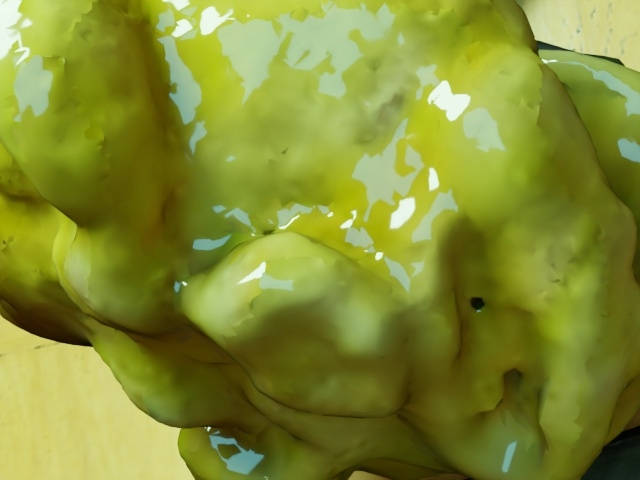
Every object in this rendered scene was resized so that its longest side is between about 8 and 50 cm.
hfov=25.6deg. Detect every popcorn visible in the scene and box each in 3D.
[{"bbox_3d":[0.000,0.000,0.557,0.316,0.297,0.280,13,81,-2],"label":"popcorn"}]

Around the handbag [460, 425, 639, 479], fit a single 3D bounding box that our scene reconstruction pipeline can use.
[{"bbox_3d":[0.106,0.177,0.579,0.332,0.075,0.191,-14,71,16],"label":"handbag"}]
